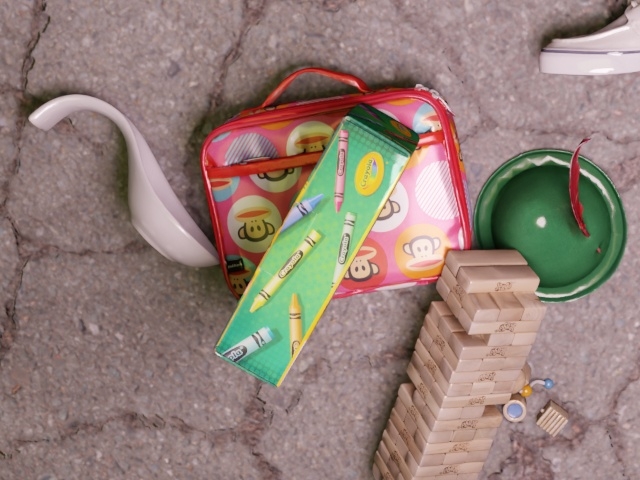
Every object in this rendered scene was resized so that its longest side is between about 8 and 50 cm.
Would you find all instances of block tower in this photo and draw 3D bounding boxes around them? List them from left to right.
[{"bbox_3d":[0.150,0.172,1.666,0.097,0.091,0.335,0,124,-24],"label":"block tower"}]

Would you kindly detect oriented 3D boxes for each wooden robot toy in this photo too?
[{"bbox_3d":[0.217,0.167,1.715,0.076,0.079,0.173,-35,97,16],"label":"wooden robot toy"}]

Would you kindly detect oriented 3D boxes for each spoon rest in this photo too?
[{"bbox_3d":[-0.211,-0.073,1.701,0.276,0.137,0.084,43,92,9],"label":"spoon rest"}]

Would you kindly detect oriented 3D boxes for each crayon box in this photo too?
[{"bbox_3d":[0.000,0.000,1.536,0.081,0.165,0.278,30,102,1],"label":"crayon box"}]

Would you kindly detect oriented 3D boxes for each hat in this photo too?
[{"bbox_3d":[0.246,-0.005,1.608,0.173,0.183,0.208,-19,101,14],"label":"hat"}]

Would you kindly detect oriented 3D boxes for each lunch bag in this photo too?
[{"bbox_3d":[0.019,-0.069,1.668,0.293,0.120,0.258,-10,99,9],"label":"lunch bag"}]

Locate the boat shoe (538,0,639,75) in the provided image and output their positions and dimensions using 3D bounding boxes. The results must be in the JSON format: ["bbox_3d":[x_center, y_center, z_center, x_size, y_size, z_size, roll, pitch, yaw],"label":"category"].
[{"bbox_3d":[0.364,-0.230,1.578,0.267,0.096,0.088,-7,100,9],"label":"boat shoe"}]
